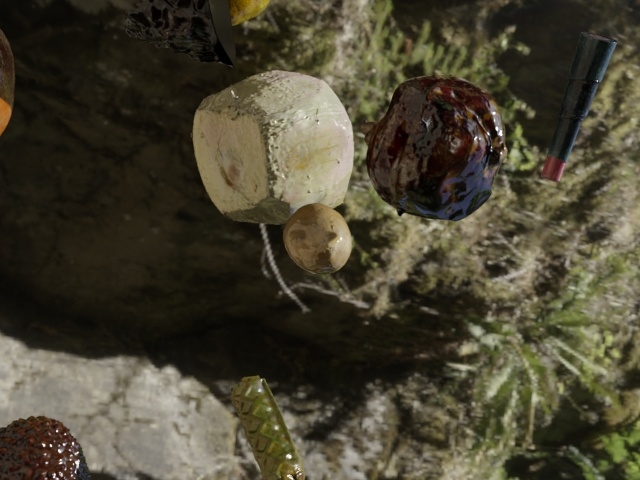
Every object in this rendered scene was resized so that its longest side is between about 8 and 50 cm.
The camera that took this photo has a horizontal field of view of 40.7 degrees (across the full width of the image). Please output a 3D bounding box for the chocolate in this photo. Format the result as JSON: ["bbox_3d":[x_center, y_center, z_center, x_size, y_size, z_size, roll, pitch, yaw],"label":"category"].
[{"bbox_3d":[-0.264,-0.412,1.525,0.224,0.177,0.206,63,18,-78],"label":"chocolate"}]

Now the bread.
[{"bbox_3d":[-0.108,0.402,1.776,0.098,0.087,0.269,79,-14,-46],"label":"bread"}]

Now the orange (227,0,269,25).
[{"bbox_3d":[-0.192,-0.591,1.967,0.158,0.179,0.237,-20,-167,25],"label":"orange"}]

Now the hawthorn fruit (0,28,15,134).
[{"bbox_3d":[-0.655,-0.283,1.448,0.284,0.284,0.284,-36,-132,53],"label":"hawthorn fruit"}]

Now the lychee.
[{"bbox_3d":[-0.604,0.502,1.753,0.267,0.267,0.267,-36,-132,53],"label":"lychee"}]

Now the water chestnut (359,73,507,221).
[{"bbox_3d":[0.223,-0.217,1.892,0.347,0.335,0.335,32,-70,31],"label":"water chestnut"}]

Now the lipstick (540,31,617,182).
[{"bbox_3d":[0.384,-0.197,1.318,0.053,0.053,0.234,-122,-139,-55],"label":"lipstick"}]

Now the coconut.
[{"bbox_3d":[-0.073,-0.174,1.612,0.297,0.254,0.297,31,-48,43],"label":"coconut"}]

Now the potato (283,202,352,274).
[{"bbox_3d":[0.000,-0.002,1.407,0.112,0.112,0.147,-62,-157,28],"label":"potato"}]
